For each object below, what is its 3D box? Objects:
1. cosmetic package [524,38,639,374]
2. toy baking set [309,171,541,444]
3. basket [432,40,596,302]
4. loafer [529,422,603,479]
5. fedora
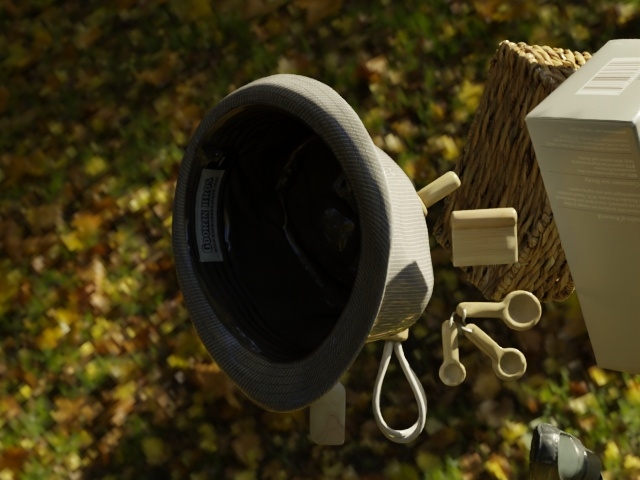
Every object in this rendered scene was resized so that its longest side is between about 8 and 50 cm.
[{"bbox_3d":[0.252,-0.021,1.068,0.107,0.238,0.127,6,40,46],"label":"cosmetic package"},{"bbox_3d":[0.079,0.065,1.247,0.256,0.197,0.030,-28,0,-5],"label":"toy baking set"},{"bbox_3d":[0.313,-0.073,1.755,0.223,0.299,0.213,5,27,-28],"label":"basket"},{"bbox_3d":[0.298,0.266,1.699,0.078,0.223,0.076,4,73,19],"label":"loafer"},{"bbox_3d":[0.000,0.000,1.116,0.275,0.124,0.244,45,120,39],"label":"fedora"}]
